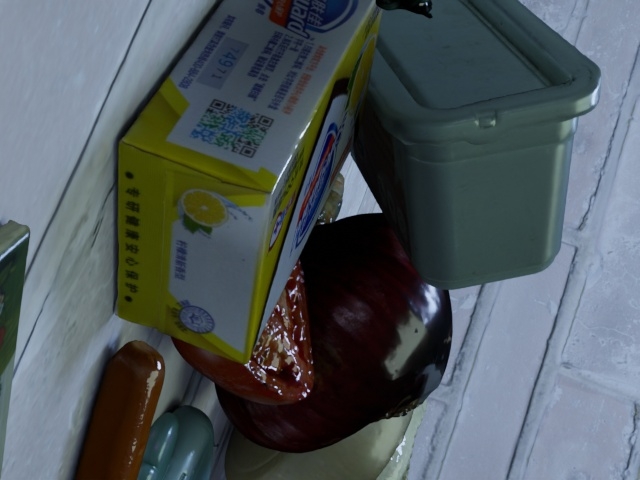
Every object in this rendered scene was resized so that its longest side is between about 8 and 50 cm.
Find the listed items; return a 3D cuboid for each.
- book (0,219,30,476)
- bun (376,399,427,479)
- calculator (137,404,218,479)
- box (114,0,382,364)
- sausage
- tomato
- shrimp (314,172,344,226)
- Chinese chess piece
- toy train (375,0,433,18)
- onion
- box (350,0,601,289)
[{"bbox_3d":[-0.204,0.174,0.521,0.228,0.018,0.322,-58,164,-59],"label":"book"},{"bbox_3d":[0.038,0.370,1.921,0.349,0.227,0.352,56,50,-80],"label":"bun"},{"bbox_3d":[-0.144,0.253,1.043,0.298,0.041,0.185,100,11,-54],"label":"calculator"},{"bbox_3d":[-0.043,-0.070,0.793,0.265,0.097,0.168,-64,169,-46],"label":"box"},{"bbox_3d":[-0.140,0.132,0.791,0.039,0.041,0.131,-1,111,-59],"label":"sausage"},{"bbox_3d":[-0.073,0.052,0.915,0.174,0.082,0.166,32,47,-62],"label":"tomato"},{"bbox_3d":[-0.003,-0.001,1.502,0.195,0.035,0.147,-61,169,-61],"label":"shrimp"},{"bbox_3d":[-0.002,0.208,1.337,0.273,0.102,0.273,-47,-162,21],"label":"Chinese chess piece"},{"bbox_3d":[0.040,-0.270,0.664,0.369,0.150,0.237,-61,164,-69],"label":"toy train"},{"bbox_3d":[-0.007,0.064,1.105,0.273,0.285,0.273,-37,-172,6],"label":"onion"},{"bbox_3d":[0.112,-0.102,1.013,0.312,0.175,0.182,-115,-164,-57],"label":"box"}]
